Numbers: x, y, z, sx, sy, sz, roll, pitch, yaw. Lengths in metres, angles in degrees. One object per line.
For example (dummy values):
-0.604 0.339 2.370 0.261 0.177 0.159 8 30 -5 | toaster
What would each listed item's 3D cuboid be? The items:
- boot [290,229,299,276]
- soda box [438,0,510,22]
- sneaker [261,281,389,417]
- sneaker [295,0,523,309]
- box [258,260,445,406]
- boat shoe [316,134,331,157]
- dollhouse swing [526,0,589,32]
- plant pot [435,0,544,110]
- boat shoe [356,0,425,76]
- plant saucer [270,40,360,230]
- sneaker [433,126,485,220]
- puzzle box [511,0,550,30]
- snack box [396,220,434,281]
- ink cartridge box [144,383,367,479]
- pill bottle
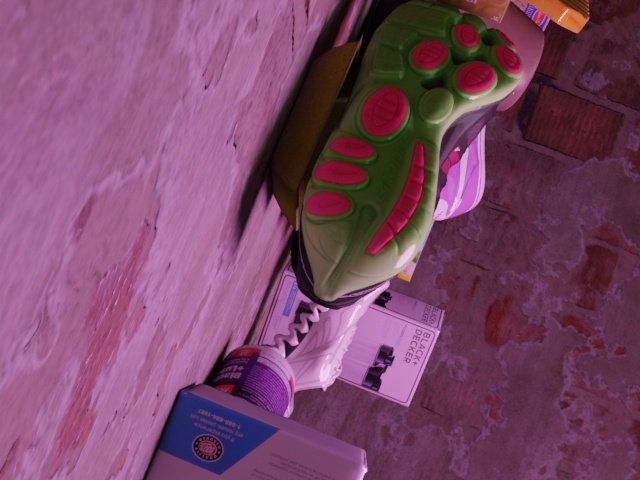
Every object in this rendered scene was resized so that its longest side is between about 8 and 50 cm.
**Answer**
0.054 -0.012 1.739 0.207 0.094 0.246 33 -68 54 | boot
0.149 -0.332 1.361 0.061 0.181 0.058 103 7 -67 | soda box
0.004 0.157 1.739 0.292 0.118 0.110 -42 172 6 | sneaker
0.088 -0.114 1.322 0.483 0.185 0.202 -54 177 -37 | sneaker
0.056 0.155 1.972 0.087 0.290 0.169 -61 172 -66 | box
0.004 -0.058 1.551 0.110 0.121 0.341 -26 154 -19 | boat shoe
0.310 -0.524 1.662 0.347 0.305 0.315 -58 169 -66 | dollhouse swing
0.227 -0.323 1.807 0.263 0.229 0.263 -158 -90 -80 | plant pot
0.097 -0.216 1.594 0.113 0.127 0.340 19 77 -66 | boat shoe
-0.012 -0.123 1.296 0.188 0.045 0.188 94 18 -76 | plant saucer
0.148 -0.165 1.476 0.161 0.102 0.282 -14 98 -52 | sneaker
0.282 -0.414 2.127 0.409 0.272 0.052 96 16 -74 | puzzle box
0.087 -0.053 1.872 0.070 0.207 0.174 -59 171 -69 | snack box
-0.104 0.348 1.276 0.129 0.223 0.307 49 63 -87 | ink cartridge box
-0.106 0.227 1.453 0.193 0.108 0.108 -62 173 -61 | pill bottle
